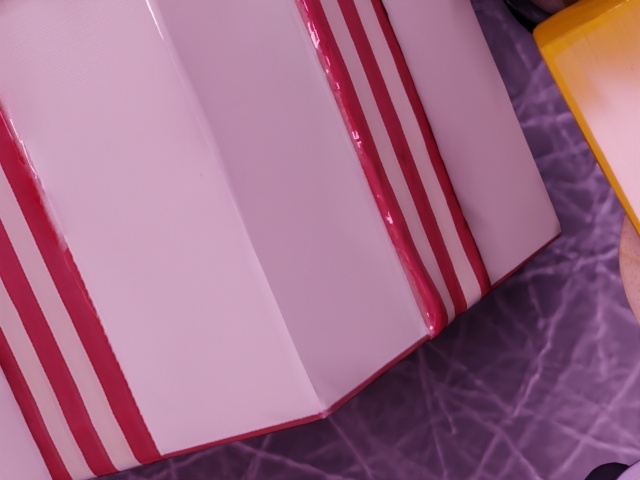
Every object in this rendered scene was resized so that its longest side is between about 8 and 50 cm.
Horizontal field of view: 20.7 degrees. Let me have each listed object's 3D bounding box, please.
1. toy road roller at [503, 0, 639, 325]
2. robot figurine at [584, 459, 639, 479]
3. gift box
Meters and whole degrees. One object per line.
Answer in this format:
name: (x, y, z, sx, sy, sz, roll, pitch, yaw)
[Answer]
toy road roller: (0.213, -0.108, 0.794, 0.240, 0.202, 0.329, -26, 76, 11)
robot figurine: (0.202, 0.190, 0.760, 0.209, 0.278, 0.173, -26, 110, -14)
gift box: (-0.097, -0.052, 0.721, 0.276, 0.255, 0.258, -18, 97, 30)
